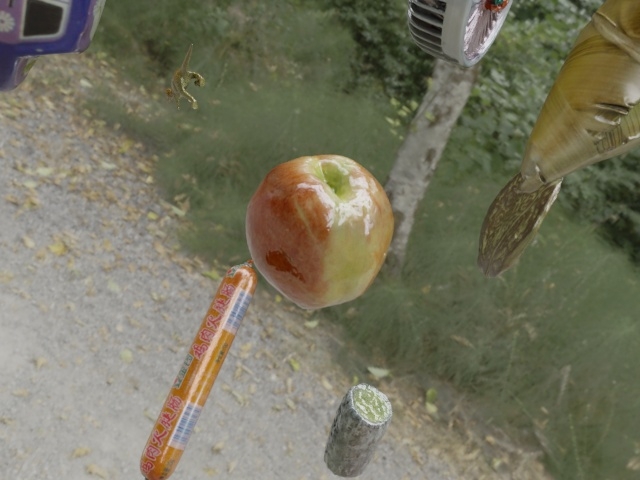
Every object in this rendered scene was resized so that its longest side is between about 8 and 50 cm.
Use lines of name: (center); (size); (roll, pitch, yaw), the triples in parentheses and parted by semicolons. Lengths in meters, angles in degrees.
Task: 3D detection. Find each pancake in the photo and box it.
pancake: (0.370, -0.046, 1.406); (0.031, 0.250, 0.250); (28, 26, -9)

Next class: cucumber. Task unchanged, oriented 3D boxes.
cucumber: (0.039, 0.221, 0.848); (0.064, 0.112, 0.064); (15, 32, -10)

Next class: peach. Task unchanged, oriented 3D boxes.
peach: (0.000, 0.000, 1.159); (0.232, 0.256, 0.232); (7, 37, -5)

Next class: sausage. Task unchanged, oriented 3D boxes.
sausage: (-0.170, 0.183, 1.040); (0.053, 0.348, 0.053); (22, -13, 5)

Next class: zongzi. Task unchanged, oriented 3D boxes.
zongzi: (0.219, -0.108, 0.536); (0.099, 0.197, 0.194); (44, 17, 16)

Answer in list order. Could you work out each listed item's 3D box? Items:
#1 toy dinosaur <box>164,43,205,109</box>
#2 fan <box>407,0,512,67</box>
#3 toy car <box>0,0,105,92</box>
toy dinosaur: (-0.294, -0.345, 1.544); (0.126, 0.162, 0.039); (27, 43, 36)
fan: (0.159, -0.246, 0.677); (0.074, 0.130, 0.244); (26, 43, 20)
toy car: (-0.267, -0.229, 0.640); (0.158, 0.235, 0.172); (17, 33, -17)
